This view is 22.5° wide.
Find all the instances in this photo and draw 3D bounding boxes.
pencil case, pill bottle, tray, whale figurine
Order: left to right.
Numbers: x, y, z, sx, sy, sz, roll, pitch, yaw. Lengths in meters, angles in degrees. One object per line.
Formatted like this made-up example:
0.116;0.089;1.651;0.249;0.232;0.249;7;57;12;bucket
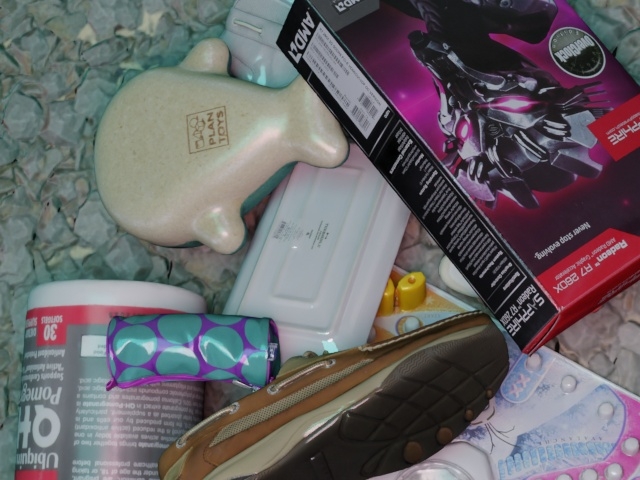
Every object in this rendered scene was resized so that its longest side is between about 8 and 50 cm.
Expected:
-0.200;0.204;1.525;0.176;0.176;0.318;-1;79;18;pill bottle
-0.112;0.100;1.422;0.151;0.064;0.070;1;68;1;pencil case
-0.084;-0.088;1.551;0.272;0.141;0.216;-15;73;26;whale figurine
0.000;0.000;1.519;0.145;0.030;0.270;7;56;20;tray

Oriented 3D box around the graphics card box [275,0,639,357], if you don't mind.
0.162;-0.109;1.438;0.233;0.094;0.371;-30;74;-28;graphics card box

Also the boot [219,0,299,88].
0.013;-0.168;1.587;0.258;0.095;0.123;31;103;23;boot

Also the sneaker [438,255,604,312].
0.183;0.030;1.489;0.161;0.075;0.057;11;83;19;sneaker

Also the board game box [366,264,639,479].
0.099;0.229;1.406;0.390;0.050;0.390;28;63;21;board game box

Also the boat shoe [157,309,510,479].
0.005;0.143;1.370;0.324;0.122;0.120;-27;45;-16;boat shoe
